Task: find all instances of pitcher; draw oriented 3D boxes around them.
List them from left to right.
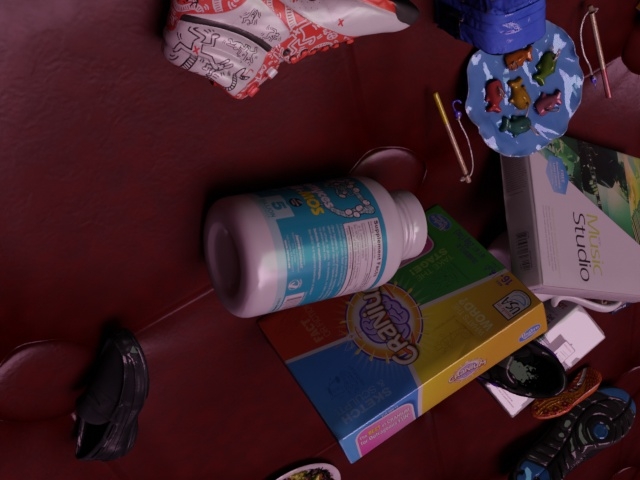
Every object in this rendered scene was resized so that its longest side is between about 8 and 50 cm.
[{"bbox_3d":[0.373,0.049,1.357,0.207,0.177,0.125,-15,156,-28],"label":"pitcher"}]

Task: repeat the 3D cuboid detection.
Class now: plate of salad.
[{"bbox_3d":[-0.046,0.471,1.513,0.200,0.048,0.199,-19,134,-21],"label":"plate of salad"}]

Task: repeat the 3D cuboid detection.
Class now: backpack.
[{"bbox_3d":[0.196,-0.272,0.985,0.098,0.120,0.101,-28,138,-12],"label":"backpack"}]

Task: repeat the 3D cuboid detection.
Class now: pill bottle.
[{"bbox_3d":[0.000,0.000,1.061,0.264,0.146,0.146,-11,131,-30],"label":"pill bottle"}]

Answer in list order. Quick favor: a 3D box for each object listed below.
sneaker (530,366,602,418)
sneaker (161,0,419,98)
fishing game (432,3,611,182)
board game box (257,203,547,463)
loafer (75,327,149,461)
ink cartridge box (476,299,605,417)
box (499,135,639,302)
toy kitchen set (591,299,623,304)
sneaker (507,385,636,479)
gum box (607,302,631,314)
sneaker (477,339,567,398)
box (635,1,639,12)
[{"bbox_3d":[0.515,0.330,1.795,0.175,0.064,0.067,-24,146,-14],"label":"sneaker"},{"bbox_3d":[-0.033,-0.218,0.890,0.270,0.090,0.145,4,124,-34],"label":"sneaker"},{"bbox_3d":[0.275,-0.201,1.129,0.264,0.041,0.189,-27,115,-13],"label":"fishing game"},{"bbox_3d":[0.105,0.116,1.167,0.316,0.242,0.064,-33,137,-9],"label":"board game box"},{"bbox_3d":[-0.270,0.205,1.093,0.078,0.076,0.223,-14,137,-37],"label":"loafer"},{"bbox_3d":[0.353,0.178,1.461,0.208,0.153,0.087,-41,108,0],"label":"ink cartridge box"},{"bbox_3d":[0.393,-0.031,1.282,0.322,0.232,0.058,7,164,-41],"label":"box"},{"bbox_3d":[0.537,0.082,1.575,0.075,0.083,0.068,-33,138,-10],"label":"toy kitchen set"},{"bbox_3d":[0.544,0.441,1.898,0.341,0.125,0.139,-33,166,-12],"label":"sneaker"},{"bbox_3d":[0.611,0.037,1.622,0.157,0.041,0.184,-25,136,-17],"label":"gum box"},{"bbox_3d":[0.247,0.161,1.300,0.293,0.146,0.102,21,94,-5],"label":"sneaker"},{"bbox_3d":[0.504,-0.351,1.215,0.081,0.028,0.136,22,113,-45],"label":"box"}]
